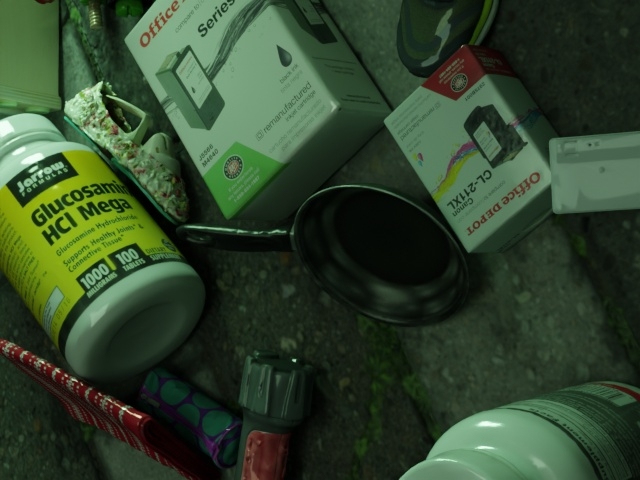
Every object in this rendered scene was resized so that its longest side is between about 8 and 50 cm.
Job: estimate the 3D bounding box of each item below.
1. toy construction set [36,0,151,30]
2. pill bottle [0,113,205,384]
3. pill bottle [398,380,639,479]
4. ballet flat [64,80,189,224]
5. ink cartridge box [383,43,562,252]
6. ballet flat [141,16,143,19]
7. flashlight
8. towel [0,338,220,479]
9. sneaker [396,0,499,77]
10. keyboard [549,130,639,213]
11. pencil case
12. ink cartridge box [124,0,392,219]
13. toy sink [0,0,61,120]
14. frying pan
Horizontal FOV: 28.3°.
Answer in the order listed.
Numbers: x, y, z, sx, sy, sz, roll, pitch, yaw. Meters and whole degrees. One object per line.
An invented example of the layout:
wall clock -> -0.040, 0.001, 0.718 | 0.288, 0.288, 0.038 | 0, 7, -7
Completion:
toy construction set -> -0.272, -0.419, 1.485 | 0.258, 0.309, 0.237 | -11, 80, 28
pill bottle -> -0.306, 0.000, 1.571 | 0.334, 0.188, 0.188 | 48, 117, 25
pill bottle -> 0.196, 0.229, 1.124 | 0.176, 0.319, 0.176 | 2, 93, 37
ballet flat -> -0.232, -0.119, 1.584 | 0.241, 0.091, 0.077 | 43, 92, 24
ink cartridge box -> 0.167, -0.091, 1.291 | 0.127, 0.072, 0.175 | -43, 66, 28
ballet flat -> -0.171, -0.277, 1.564 | 0.114, 0.041, 0.041 | -17, 81, 36
flashlight -> -0.062, 0.287, 1.455 | 0.103, 0.103, 0.304 | 11, 97, 9
towel -> -0.262, 0.215, 1.552 | 0.275, 0.199, 0.031 | 21, 69, 35
sneaker -> 0.123, -0.315, 1.287 | 0.111, 0.121, 0.299 | 17, 101, 35
keyboard -> 0.339, -0.068, 1.160 | 0.256, 0.014, 0.072 | -3, 95, 20
pencil case -> -0.155, 0.215, 1.539 | 0.152, 0.070, 0.064 | 28, 107, 32
ink cartridge box -> -0.077, -0.188, 1.442 | 0.198, 0.115, 0.272 | -44, 67, 29
toy sink -> -0.443, -0.227, 1.705 | 0.153, 0.131, 0.234 | -5, 83, 37
frying pan -> 0.017, 0.022, 1.374 | 0.326, 0.053, 0.197 | -11, 124, 39
